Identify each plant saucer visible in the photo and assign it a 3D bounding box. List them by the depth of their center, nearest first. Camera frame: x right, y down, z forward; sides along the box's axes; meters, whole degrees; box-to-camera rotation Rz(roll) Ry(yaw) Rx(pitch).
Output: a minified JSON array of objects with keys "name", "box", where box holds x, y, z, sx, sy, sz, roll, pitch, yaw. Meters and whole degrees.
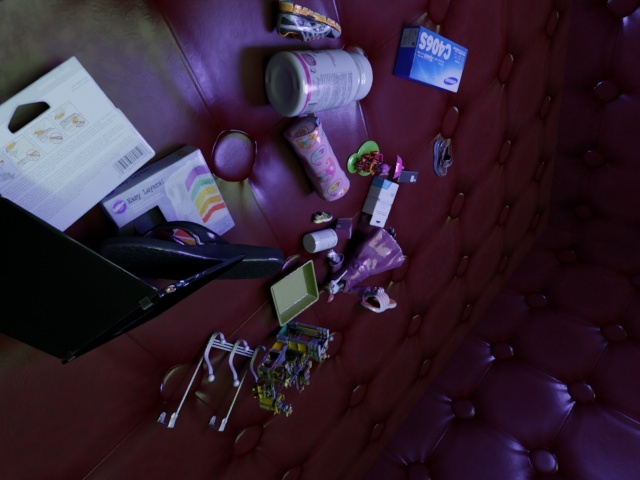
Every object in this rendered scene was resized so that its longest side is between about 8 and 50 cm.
[{"name":"plant saucer","box":[-0.098,0.178,1.442,0.188,0.045,0.188,-33,131,-31]}]

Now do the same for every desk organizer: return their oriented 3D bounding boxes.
[{"name":"desk organizer","box":[0.339,-0.265,1.670,0.130,0.050,0.047,-6,114,-45]}]

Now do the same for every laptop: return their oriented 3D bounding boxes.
[{"name":"laptop","box":[-0.450,0.073,0.844,0.236,0.382,0.408,60,29,1]}]

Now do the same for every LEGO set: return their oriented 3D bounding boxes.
[{"name":"LEGO set","box":[-0.070,0.444,1.422,0.331,0.192,0.254,-42,137,-60]}]

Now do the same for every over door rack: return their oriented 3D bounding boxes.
[{"name":"over door rack","box":[-0.319,0.473,1.314,0.239,0.108,0.324,37,82,-49]}]

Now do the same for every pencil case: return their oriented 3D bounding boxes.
[{"name":"pencil case","box":[-0.004,-0.252,1.261,0.124,0.124,0.284,-48,136,-18]}]

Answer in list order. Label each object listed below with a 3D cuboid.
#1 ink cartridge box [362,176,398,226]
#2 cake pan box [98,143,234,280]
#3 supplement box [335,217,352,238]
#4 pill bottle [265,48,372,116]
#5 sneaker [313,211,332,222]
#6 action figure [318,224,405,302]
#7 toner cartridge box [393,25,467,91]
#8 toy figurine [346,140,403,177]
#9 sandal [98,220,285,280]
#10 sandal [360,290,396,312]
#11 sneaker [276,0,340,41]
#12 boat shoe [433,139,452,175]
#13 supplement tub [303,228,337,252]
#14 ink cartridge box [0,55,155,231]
[{"name":"ink cartridge box","box":[0.228,-0.149,1.606,0.104,0.060,0.180,10,102,-49]},{"name":"cake pan box","box":[-0.371,-0.067,1.009,0.267,0.070,0.245,-38,131,-26]},{"name":"supplement box","box":[0.085,-0.045,1.484,0.083,0.055,0.043,-73,161,-56]},{"name":"pill bottle","box":[0.002,-0.443,1.135,0.283,0.160,0.160,-24,126,-38]},{"name":"sneaker","box":[0.010,-0.085,1.429,0.083,0.031,0.035,-22,124,-38]},{"name":"action figure","box":[0.137,0.096,1.594,0.370,0.276,0.248,-36,95,-9]},{"name":"toner cartridge box","box":[0.417,-0.667,1.525,0.348,0.075,0.165,-9,117,-44]},{"name":"toy figurine","box":[0.208,-0.269,1.446,0.173,0.159,0.130,-24,126,-37]},{"name":"sandal","box":[-0.295,0.025,0.989,0.446,0.106,0.168,8,149,-41]},{"name":"sandal","box":[0.268,0.262,1.844,0.265,0.102,0.076,1,108,-56]},{"name":"sneaker","box":[-0.035,-0.574,1.100,0.215,0.084,0.083,-5,127,-42]},{"name":"boat shoe","box":[0.550,-0.359,1.834,0.066,0.066,0.183,-45,136,-21]},{"name":"supplement tub","box":[0.000,0.000,1.434,0.107,0.071,0.070,-13,119,-42]},{"name":"ink cartridge box","box":[-0.512,-0.179,0.805,0.275,0.060,0.238,-47,136,-18]}]
